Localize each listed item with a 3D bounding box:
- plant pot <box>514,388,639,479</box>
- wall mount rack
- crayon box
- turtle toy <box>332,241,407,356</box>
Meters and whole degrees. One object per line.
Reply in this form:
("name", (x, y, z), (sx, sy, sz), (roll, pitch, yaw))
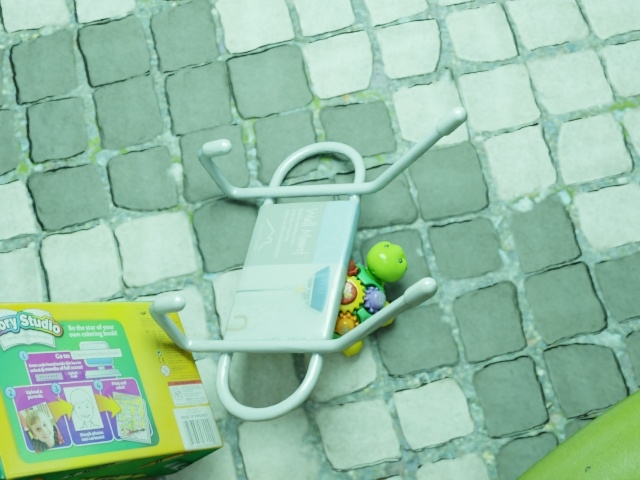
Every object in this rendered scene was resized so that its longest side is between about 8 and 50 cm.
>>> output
("plant pot", (0.289, 0.278, 1.117), (0.293, 0.275, 0.274), (-24, 72, 9))
("wall mount rack", (0.000, 0.000, 1.203), (0.304, 0.130, 0.350), (-3, 53, 23))
("crayon box", (-0.233, 0.147, 1.154), (0.081, 0.278, 0.165), (-33, 69, 32))
("turtle toy", (0.037, 0.053, 1.281), (0.130, 0.066, 0.095), (-41, 75, -11))
